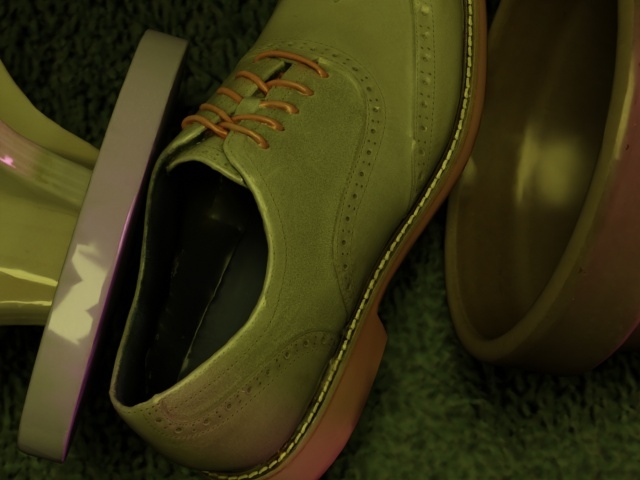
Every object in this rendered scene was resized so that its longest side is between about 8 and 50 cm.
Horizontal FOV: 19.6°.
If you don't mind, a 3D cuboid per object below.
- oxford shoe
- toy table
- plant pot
[{"bbox_3d":[-0.009,-0.054,1.064,0.140,0.146,0.397,4,71,34],"label":"oxford shoe"},{"bbox_3d":[-0.185,-0.017,1.059,0.161,0.252,0.274,15,45,-4],"label":"toy table"},{"bbox_3d":[0.219,-0.040,1.045,0.229,0.263,0.263,11,77,-12],"label":"plant pot"}]
